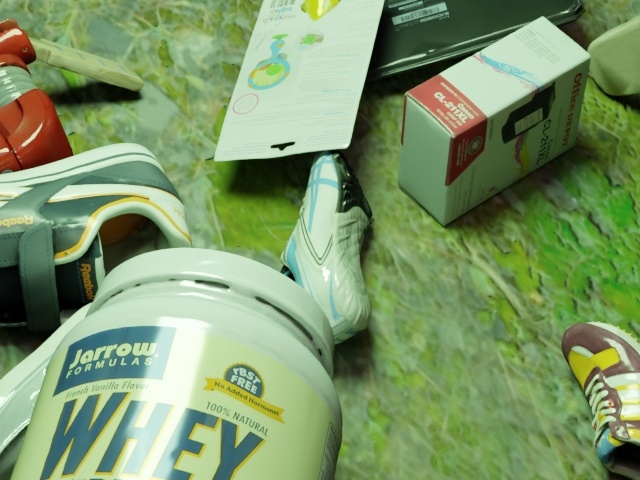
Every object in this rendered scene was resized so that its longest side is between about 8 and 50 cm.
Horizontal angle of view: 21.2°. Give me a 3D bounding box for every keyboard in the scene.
[{"bbox_3d":[0.094,-0.253,1.758,0.317,0.033,0.202,-15,57,2],"label":"keyboard"}]

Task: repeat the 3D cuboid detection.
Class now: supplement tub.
[{"bbox_3d":[-0.111,0.190,1.270,0.235,0.235,0.325,7,49,6],"label":"supplement tub"}]

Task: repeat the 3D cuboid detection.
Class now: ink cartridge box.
[{"bbox_3d":[0.163,-0.113,1.611,0.175,0.127,0.072,-31,56,-24],"label":"ink cartridge box"}]

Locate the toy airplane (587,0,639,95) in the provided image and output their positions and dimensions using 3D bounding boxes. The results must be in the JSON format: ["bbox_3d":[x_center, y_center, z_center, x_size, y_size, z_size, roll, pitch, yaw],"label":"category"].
[{"bbox_3d":[0.398,-0.177,1.505,0.272,0.384,0.386,-18,50,-24],"label":"toy airplane"}]

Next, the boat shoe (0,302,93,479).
[{"bbox_3d":[-0.214,0.139,1.418,0.081,0.079,0.227,21,48,23],"label":"boat shoe"}]

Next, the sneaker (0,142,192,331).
[{"bbox_3d":[-0.265,0.015,1.498,0.321,0.126,0.127,-22,49,-19],"label":"sneaker"}]

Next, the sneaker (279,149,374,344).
[{"bbox_3d":[0.000,0.000,1.547,0.086,0.085,0.237,-18,39,17],"label":"sneaker"}]

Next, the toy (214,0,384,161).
[{"bbox_3d":[-0.009,-0.157,1.667,0.136,0.056,0.237,-5,51,22],"label":"toy"}]

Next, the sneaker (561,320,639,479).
[{"bbox_3d":[0.251,0.142,1.425,0.084,0.070,0.185,-25,52,-27],"label":"sneaker"}]

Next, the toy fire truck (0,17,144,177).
[{"bbox_3d":[-0.282,-0.124,1.626,0.246,0.158,0.217,-30,54,-11],"label":"toy fire truck"}]
